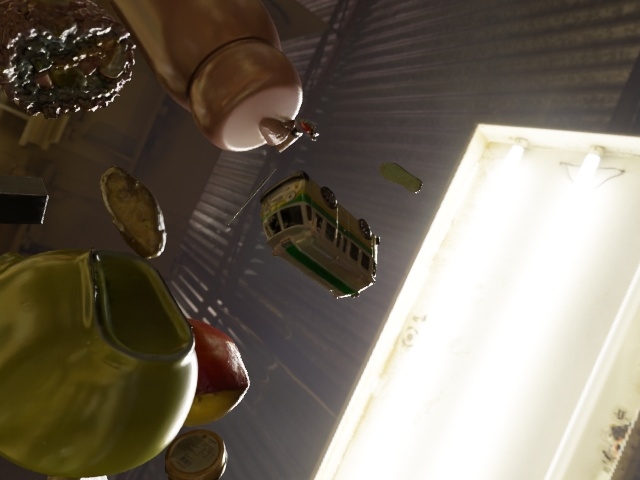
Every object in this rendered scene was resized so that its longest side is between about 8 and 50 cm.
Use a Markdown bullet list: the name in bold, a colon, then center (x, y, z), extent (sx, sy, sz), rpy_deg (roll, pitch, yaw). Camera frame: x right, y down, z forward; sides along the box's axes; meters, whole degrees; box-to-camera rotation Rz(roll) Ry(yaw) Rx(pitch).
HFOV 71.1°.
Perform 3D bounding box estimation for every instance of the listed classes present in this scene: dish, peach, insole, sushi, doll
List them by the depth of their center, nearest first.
- **dish**: center (-0.218, 0.090, 0.466), extent (0.108, 0.221, 0.262), rpy_deg (-43, -122, 16)
- **sushi**: center (-0.529, -0.396, 0.906), extent (0.170, 0.270, 0.236), rpy_deg (51, -35, 24)
- **peach**: center (-0.355, 0.277, 0.933), extent (0.306, 0.381, 0.242), rpy_deg (125, -41, -53)
- **insole**: center (-0.178, -0.113, 1.153), extent (0.193, 0.006, 0.065), rpy_deg (-48, -172, 7)
- **insole**: center (0.254, -0.205, 1.434), extent (0.192, 0.010, 0.063), rpy_deg (40, -60, 44)
- **doll**: center (-0.047, -0.426, 1.679), extent (0.039, 0.057, 0.114), rpy_deg (-37, -110, 0)

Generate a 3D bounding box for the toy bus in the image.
- **toy bus**: center (0.000, 0.000, 1.050), extent (0.143, 0.305, 0.179), rpy_deg (-25, -137, 31)

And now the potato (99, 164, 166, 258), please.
- **potato**: center (-0.172, -0.027, 0.417), extent (0.045, 0.092, 0.046), rpy_deg (-22, -170, 31)

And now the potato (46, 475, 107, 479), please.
- **potato**: center (-0.478, 0.518, 0.858), extent (0.182, 0.117, 0.202), rpy_deg (38, -38, 54)

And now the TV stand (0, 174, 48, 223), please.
- **TV stand**: center (-0.772, -0.095, 0.994), extent (0.082, 0.270, 0.088), rpy_deg (49, -58, 33)

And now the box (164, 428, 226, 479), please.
- **box**: center (-0.219, 0.384, 0.787), extent (0.105, 0.106, 0.037), rpy_deg (-132, -140, -55)

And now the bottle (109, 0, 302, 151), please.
- **bottle**: center (-0.137, -0.259, 0.601), extent (0.173, 0.206, 0.296), rpy_deg (-37, -107, 10)
